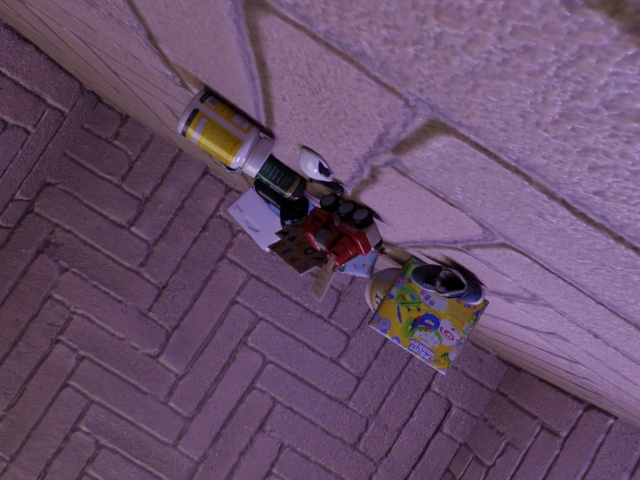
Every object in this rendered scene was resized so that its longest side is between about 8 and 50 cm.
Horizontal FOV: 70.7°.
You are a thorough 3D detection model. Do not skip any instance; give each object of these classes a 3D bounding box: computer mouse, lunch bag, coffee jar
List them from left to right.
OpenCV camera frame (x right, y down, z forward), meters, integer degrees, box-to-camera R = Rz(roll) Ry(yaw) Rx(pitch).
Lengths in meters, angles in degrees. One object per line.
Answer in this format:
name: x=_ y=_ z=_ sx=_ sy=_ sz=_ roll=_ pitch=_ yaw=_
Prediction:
coffee jar: x=-0.131 y=-0.194 z=1.380 sx=0.184 sy=0.079 sz=0.096 roll=33 pitch=177 yaw=-15
computer mouse: x=-0.010 y=-0.158 z=1.061 sx=0.106 sy=0.042 sz=0.193 roll=33 pitch=177 yaw=23
lunch bag: x=0.085 y=0.044 z=1.918 sx=0.262 sy=0.160 sz=0.223 roll=24 pitch=-175 yaw=40

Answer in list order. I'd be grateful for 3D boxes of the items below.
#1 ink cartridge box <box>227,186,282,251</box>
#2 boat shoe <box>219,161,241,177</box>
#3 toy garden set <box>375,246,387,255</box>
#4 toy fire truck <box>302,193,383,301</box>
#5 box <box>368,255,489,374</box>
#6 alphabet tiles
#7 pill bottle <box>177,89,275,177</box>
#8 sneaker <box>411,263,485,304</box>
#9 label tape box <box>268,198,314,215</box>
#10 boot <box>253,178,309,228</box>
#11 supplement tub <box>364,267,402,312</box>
ink cartridge box: x=-0.276 y=-0.113 z=2.278 sx=0.285 sy=0.166 sz=0.395 roll=47 pitch=-174 yaw=-2
boat shoe: x=-0.347 y=-0.307 z=1.791 sx=0.095 sy=0.079 sz=0.254 roll=33 pitch=177 yaw=-10
toy garden set: x=0.156 y=-0.014 z=1.641 sx=0.203 sy=0.049 sz=0.244 roll=36 pitch=175 yaw=-24
toy fire truck: x=0.026 y=0.021 z=1.268 sx=0.217 sy=0.246 sz=0.158 roll=29 pitch=155 yaw=46
box: x=0.357 y=0.249 z=1.544 sx=0.290 sy=0.279 sz=0.177 roll=33 pitch=177 yaw=8
alphabet tiles: x=0.000 y=0.000 z=1.461 sx=0.342 sy=0.285 sz=0.011 roll=34 pitch=146 yaw=51
pill bottle: x=-0.219 y=-0.247 z=1.068 sx=0.208 sy=0.119 sz=0.119 roll=34 pitch=177 yaw=-11
sneaker: x=0.328 y=0.107 z=1.263 sx=0.226 sy=0.086 sz=0.163 roll=17 pitch=178 yaw=41
label tape box: x=-0.099 y=-0.119 z=1.987 sx=0.240 sy=0.106 sz=0.333 roll=30 pitch=176 yaw=30
boot: x=-0.138 y=-0.127 z=1.677 sx=0.246 sy=0.094 sz=0.207 roll=28 pitch=-154 yaw=-21
supplement tub: x=0.326 y=0.229 z=1.828 sx=0.228 sy=0.228 sz=0.316 roll=34 pitch=172 yaw=-14
